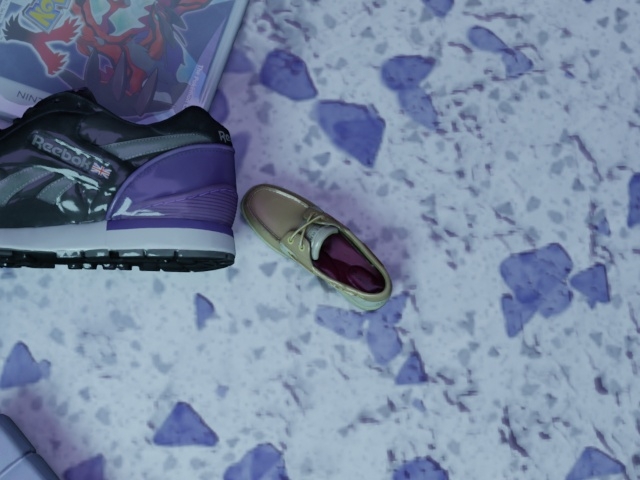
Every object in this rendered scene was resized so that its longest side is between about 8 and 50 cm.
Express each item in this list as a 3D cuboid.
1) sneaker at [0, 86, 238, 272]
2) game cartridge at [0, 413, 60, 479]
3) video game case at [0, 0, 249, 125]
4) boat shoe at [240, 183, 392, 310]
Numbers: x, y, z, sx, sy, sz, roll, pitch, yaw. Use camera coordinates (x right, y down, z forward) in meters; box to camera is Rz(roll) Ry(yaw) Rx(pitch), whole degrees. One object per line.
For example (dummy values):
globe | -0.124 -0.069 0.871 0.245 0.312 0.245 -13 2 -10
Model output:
sneaker | -0.201 -0.045 0.698 0.283 0.107 0.124 2 81 -10
game cartridge | -0.283 0.316 0.649 0.355 0.068 0.230 -40 81 -11
video game case | -0.159 -0.169 0.765 0.183 0.023 0.201 19 78 -2
boat shoe | 0.000 0.000 0.737 0.135 0.045 0.050 34 78 1
